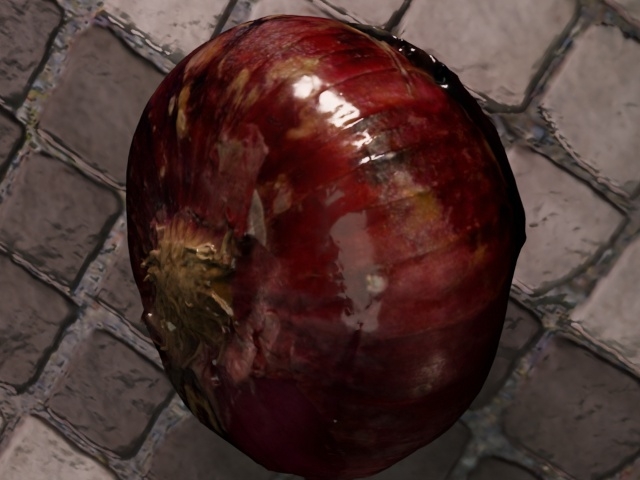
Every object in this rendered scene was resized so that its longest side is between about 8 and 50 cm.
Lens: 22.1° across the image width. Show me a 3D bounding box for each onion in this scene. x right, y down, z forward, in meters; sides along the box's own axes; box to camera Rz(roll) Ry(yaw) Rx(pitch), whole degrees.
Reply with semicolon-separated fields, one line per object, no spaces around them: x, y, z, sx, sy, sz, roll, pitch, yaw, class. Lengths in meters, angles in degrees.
0.000;0.000;0.866;0.246;0.190;0.246;12;107;45;onion
